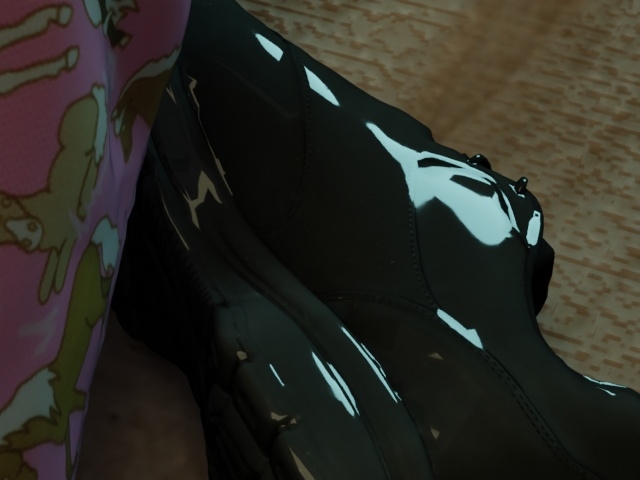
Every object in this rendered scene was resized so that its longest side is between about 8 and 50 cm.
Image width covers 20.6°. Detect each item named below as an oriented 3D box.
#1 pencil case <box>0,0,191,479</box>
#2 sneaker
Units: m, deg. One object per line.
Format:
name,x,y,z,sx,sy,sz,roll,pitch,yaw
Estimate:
pencil case,-0.118,0.000,0.439,0.160,0.167,0.386,9,81,5
sneaker,0.000,0.000,0.561,0.130,0.109,0.286,-15,54,-19
